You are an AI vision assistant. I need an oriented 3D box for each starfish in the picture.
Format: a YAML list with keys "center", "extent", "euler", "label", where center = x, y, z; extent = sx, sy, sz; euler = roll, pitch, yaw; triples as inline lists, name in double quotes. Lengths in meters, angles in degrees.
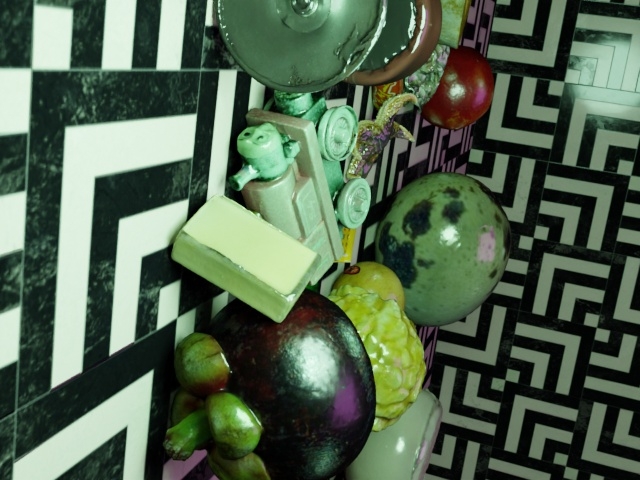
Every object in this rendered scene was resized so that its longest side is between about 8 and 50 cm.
- center: [0.130, -0.224, 1.818]
  extent: [0.238, 0.071, 0.216]
  euler: [-56, 159, 8]
  label: "starfish"

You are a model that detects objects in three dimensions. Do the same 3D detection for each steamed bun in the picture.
- center: [0.188, 0.576, 2.305]
  extent: [0.374, 0.241, 0.375]
  euler: [14, 90, -78]
  label: "steamed bun"

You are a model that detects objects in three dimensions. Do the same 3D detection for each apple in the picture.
- center: [0.101, 0.136, 1.857]
  extent: [0.155, 0.182, 0.183]
  euler: [-23, 129, -34]
  label: "apple"

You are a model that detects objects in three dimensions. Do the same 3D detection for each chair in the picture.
- center: [0.033, -0.326, 1.189]
  extent: [0.401, 0.226, 0.227]
  euler: [-29, 129, -68]
  label: "chair"

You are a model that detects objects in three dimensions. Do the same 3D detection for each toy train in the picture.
- center: [-0.041, -0.081, 1.261]
  extent: [0.221, 0.150, 0.304]
  euler: [-48, 139, -34]
  label: "toy train"

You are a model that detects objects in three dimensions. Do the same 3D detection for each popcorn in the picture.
- center: [0.075, 0.240, 1.631]
  extent: [0.247, 0.282, 0.282]
  euler: [-30, 132, -49]
  label: "popcorn"

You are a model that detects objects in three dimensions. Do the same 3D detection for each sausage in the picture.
- center: [0.148, -0.367, 1.805]
  extent: [0.264, 0.083, 0.083]
  euler: [83, 25, -50]
  label: "sausage"

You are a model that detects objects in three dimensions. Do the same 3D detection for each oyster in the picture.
- center: [0.264, -0.456, 2.057]
  extent: [0.198, 0.112, 0.268]
  euler: [-56, 159, -56]
  label: "oyster"

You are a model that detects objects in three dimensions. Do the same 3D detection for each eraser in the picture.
- center: [-0.096, 0.022, 1.090]
  extent: [0.058, 0.172, 0.117]
  euler: [-61, 177, 37]
  label: "eraser"

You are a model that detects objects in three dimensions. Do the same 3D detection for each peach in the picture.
- center: [0.349, -0.405, 2.229]
  extent: [0.199, 0.243, 0.244]
  euler: [26, 71, -28]
  label: "peach"

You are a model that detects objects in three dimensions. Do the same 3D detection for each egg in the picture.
- center: [0.308, 0.028, 2.157]
  extent: [0.345, 0.344, 0.428]
  euler: [-55, 165, -53]
  label: "egg"

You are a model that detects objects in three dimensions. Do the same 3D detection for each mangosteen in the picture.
- center: [-0.069, 0.214, 1.184]
  extent: [0.300, 0.300, 0.301]
  euler: [12, 90, -74]
  label: "mangosteen"

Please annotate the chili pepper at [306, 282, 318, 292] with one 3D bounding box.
- center: [-0.039, 0.103, 1.542]
  extent: [0.224, 0.061, 0.098]
  euler: [-37, 136, -64]
  label: "chili pepper"

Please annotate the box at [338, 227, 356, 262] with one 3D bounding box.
- center: [-0.004, -0.036, 1.516]
  extent: [0.269, 0.043, 0.153]
  euler: [6, 93, -62]
  label: "box"

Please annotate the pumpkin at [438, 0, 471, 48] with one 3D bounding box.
- center: [0.239, -0.596, 1.786]
  extent: [0.332, 0.199, 0.333]
  euler: [15, 90, -81]
  label: "pumpkin"
